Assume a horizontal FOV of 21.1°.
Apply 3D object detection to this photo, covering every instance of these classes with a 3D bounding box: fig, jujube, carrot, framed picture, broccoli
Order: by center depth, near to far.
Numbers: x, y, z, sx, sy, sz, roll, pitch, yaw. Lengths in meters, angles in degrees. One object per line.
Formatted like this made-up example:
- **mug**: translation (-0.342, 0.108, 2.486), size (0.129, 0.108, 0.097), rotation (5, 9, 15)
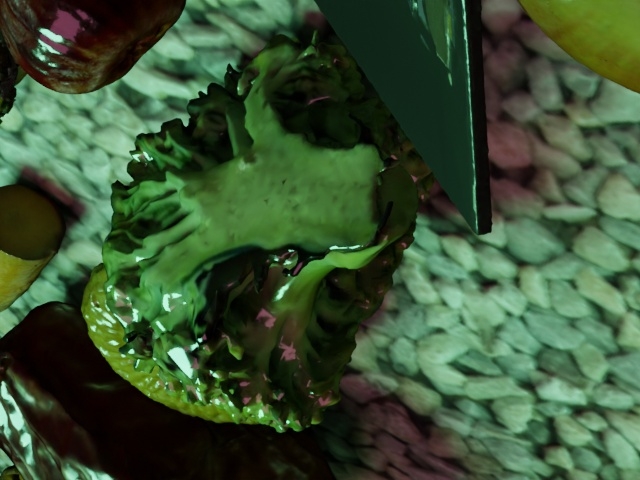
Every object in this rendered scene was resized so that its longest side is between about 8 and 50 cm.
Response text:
- **framed picture**: translation (0.005, -0.186, 0.847), size (0.244, 0.013, 0.324), rotation (81, 164, -47)
- **fig**: translation (-0.149, -0.167, 1.074), size (0.128, 0.128, 0.150), rotation (0, 120, 34)
- **broccoli**: translation (0.001, 0.006, 1.103), size (0.273, 0.242, 0.180), rotation (-2, 155, 44)
- **jujube**: translation (-0.138, 0.188, 1.416), size (0.342, 0.216, 0.216), rotation (35, 145, 11)
- **carrot**: translation (-0.267, 0.021, 1.424), size (0.072, 0.072, 0.205), rotation (35, 150, -6)

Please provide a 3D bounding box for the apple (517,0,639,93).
- **apple**: translation (0.186, -0.195, 0.713), size (0.286, 0.233, 0.286), rotation (17, 135, 17)

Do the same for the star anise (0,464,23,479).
- **star anise**: translation (-0.265, 0.203, 1.638), size (0.157, 0.053, 0.212), rotation (11, 141, 23)

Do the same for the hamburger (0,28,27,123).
- **hamburger**: translation (-0.255, -0.154, 1.159), size (0.164, 0.093, 0.189), rotation (43, 156, 2)

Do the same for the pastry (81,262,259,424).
- **pastry**: translation (-0.079, 0.055, 1.295), size (0.189, 0.103, 0.188), rotation (18, 142, 15)
